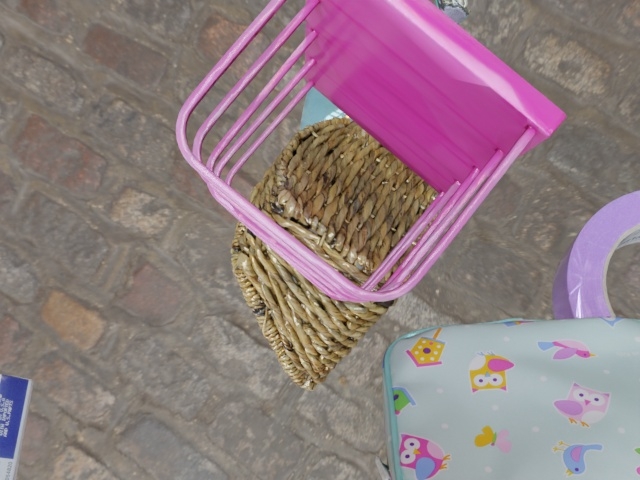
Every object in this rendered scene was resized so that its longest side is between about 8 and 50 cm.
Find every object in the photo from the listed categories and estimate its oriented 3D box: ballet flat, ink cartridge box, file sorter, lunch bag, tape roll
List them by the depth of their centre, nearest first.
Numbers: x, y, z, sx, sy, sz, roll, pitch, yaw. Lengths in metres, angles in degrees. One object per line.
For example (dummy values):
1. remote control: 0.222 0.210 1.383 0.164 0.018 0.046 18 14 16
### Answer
1. lunch bag: 0.184 0.173 0.561 0.279 0.224 0.107 -4 126 4
2. file sorter: 0.018 -0.064 0.562 0.202 0.290 0.182 40 85 2
3. ballet flat: 0.130 -0.285 0.717 0.041 0.041 0.114 -23 97 9
4. ink cartridge box: -0.396 0.286 0.740 0.224 0.045 0.223 -37 45 37
5. tape roll: 0.447 0.073 0.863 0.275 0.090 0.274 -2 70 4

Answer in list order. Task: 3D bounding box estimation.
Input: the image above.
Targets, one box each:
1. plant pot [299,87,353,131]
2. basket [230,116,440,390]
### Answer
1. plant pot: 0.098 -0.184 1.247 0.196 0.290 0.290 9 91 16
2. basket: 0.000 0.000 0.872 0.213 0.299 0.223 35 125 -1
